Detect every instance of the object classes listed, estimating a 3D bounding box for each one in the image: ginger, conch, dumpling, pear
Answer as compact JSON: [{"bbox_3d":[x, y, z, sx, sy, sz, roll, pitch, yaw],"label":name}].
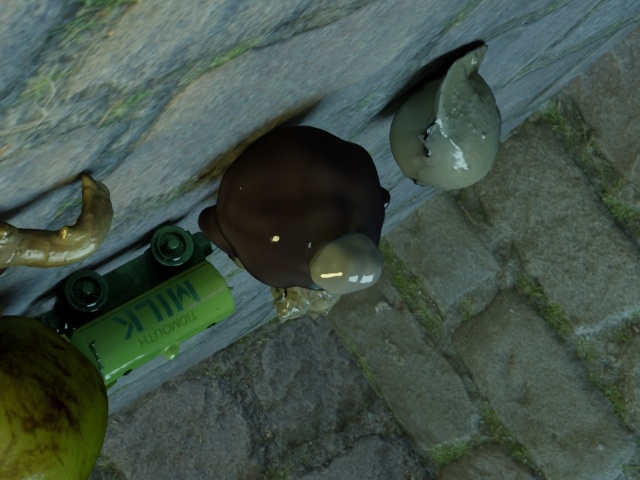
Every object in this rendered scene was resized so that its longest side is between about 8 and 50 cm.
[{"bbox_3d":[-0.306,0.011,1.357,0.288,0.075,0.089,-25,165,-33],"label":"ginger"},{"bbox_3d":[-0.016,-0.002,2.403,0.210,0.159,0.291,109,-1,-66],"label":"conch"},{"bbox_3d":[0.208,-0.189,2.174,0.227,0.175,0.243,-63,-163,-16],"label":"dumpling"},{"bbox_3d":[-0.381,0.216,1.684,0.283,0.283,0.283,-34,174,-4],"label":"pear"}]

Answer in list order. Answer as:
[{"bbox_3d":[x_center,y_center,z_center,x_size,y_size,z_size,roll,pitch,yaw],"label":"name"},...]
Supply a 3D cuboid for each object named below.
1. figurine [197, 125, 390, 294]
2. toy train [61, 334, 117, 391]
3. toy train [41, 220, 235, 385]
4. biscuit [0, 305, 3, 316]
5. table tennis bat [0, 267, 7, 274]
[{"bbox_3d":[-0.053,-0.013,1.877,0.365,0.218,0.206,138,-27,-66],"label":"figurine"},{"bbox_3d":[-0.466,0.254,1.981,0.397,0.160,0.253,-32,-177,14],"label":"toy train"},{"bbox_3d":[-0.232,0.088,1.897,0.253,0.157,0.105,-28,169,-28],"label":"toy train"},{"bbox_3d":[-0.445,0.120,1.491,0.144,0.033,0.224,-24,179,41],"label":"biscuit"},{"bbox_3d":[-0.383,0.057,1.510,0.154,0.019,0.098,-32,175,-44],"label":"table tennis bat"}]
